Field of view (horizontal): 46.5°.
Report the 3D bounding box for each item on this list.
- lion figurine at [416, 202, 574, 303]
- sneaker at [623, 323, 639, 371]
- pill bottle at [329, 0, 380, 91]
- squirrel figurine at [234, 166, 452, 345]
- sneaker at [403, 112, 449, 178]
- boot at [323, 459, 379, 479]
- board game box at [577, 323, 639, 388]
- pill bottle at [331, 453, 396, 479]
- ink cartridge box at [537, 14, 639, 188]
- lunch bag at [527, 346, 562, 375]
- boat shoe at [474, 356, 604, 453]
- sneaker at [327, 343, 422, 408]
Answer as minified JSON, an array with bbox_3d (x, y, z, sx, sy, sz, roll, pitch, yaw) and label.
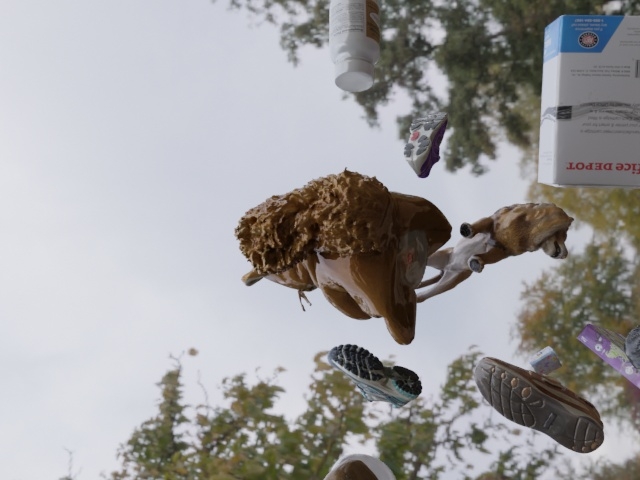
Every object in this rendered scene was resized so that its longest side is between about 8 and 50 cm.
[{"bbox_3d":[0.335,0.026,1.610,0.240,0.392,0.142,-16,-95,-41],"label":"lion figurine"},{"bbox_3d":[0.813,0.248,1.521,0.447,0.169,0.258,-17,-95,-36],"label":"sneaker"},{"bbox_3d":[0.087,-0.504,1.894,0.131,0.131,0.229,30,-124,-54],"label":"pill bottle"},{"bbox_3d":[0.000,0.000,1.455,0.397,0.370,0.281,43,-120,-49],"label":"squirrel figurine"},{"bbox_3d":[0.203,-0.183,1.417,0.170,0.068,0.071,-60,-44,-37],"label":"sneaker"},{"bbox_3d":[0.118,0.523,1.314,0.305,0.112,0.115,54,-138,0],"label":"boot"},{"bbox_3d":[0.721,0.307,1.562,0.208,0.347,0.056,24,-74,-49],"label":"board game box"},{"bbox_3d":[0.070,0.686,1.840,0.169,0.169,0.302,-32,-34,-51],"label":"pill bottle"},{"bbox_3d":[0.687,-0.324,1.786,0.166,0.285,0.395,-67,-21,-84],"label":"ink cartridge box"},{"bbox_3d":[0.571,0.309,1.901,0.083,0.071,0.053,44,-166,-54],"label":"lunch bag"},{"bbox_3d":[0.512,0.373,1.751,0.116,0.324,0.123,-42,-18,-55],"label":"boat shoe"},{"bbox_3d":[0.134,0.390,2.055,0.283,0.122,0.110,27,-145,-10],"label":"sneaker"}]
